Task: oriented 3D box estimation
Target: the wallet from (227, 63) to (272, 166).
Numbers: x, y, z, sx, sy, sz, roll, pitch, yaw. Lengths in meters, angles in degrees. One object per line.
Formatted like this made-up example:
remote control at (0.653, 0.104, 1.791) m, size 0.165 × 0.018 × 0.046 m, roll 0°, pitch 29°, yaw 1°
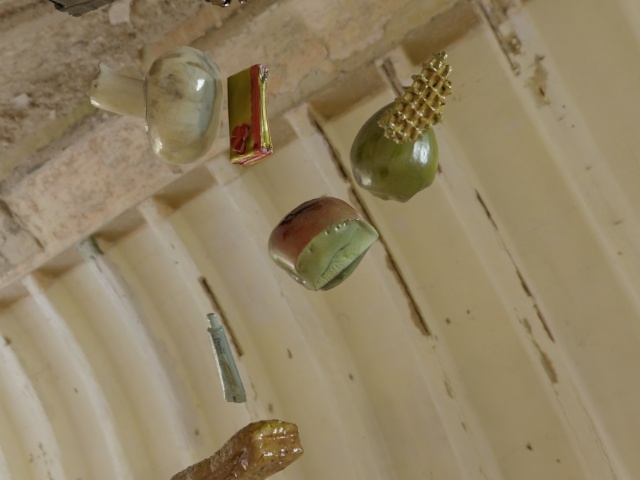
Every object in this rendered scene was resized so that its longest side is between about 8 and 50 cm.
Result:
wallet at (-0.187, -0.323, 1.485) m, size 0.067 × 0.241 × 0.141 m, roll 0°, pitch 174°, yaw -43°

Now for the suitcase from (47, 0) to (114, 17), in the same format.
suitcase at (-0.642, -0.666, 1.481) m, size 0.206 × 0.066 × 0.285 m, roll -15°, pitch -175°, yaw 13°

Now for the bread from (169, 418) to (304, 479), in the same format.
bread at (-0.151, 0.397, 1.003) m, size 0.139 × 0.077 × 0.271 m, roll 14°, pitch 134°, yaw -46°

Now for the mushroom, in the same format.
mushroom at (-0.431, -0.374, 1.550) m, size 0.314 × 0.336 × 0.314 m, roll -166°, pitch -90°, yaw -83°

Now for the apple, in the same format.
apple at (0.000, 0.000, 1.168) m, size 0.188 × 0.174 × 0.207 m, roll -51°, pitch 161°, yaw -8°

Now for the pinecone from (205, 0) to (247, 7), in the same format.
pinecone at (-0.190, -0.655, 1.223) m, size 0.292 × 0.246 × 0.246 m, roll -49°, pitch 179°, yaw 37°

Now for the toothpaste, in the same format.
toothpaste at (-0.239, 0.293, 1.419) m, size 0.067 × 0.255 × 0.037 m, roll -5°, pitch -159°, yaw 22°

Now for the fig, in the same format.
fig at (0.198, -0.237, 1.495) m, size 0.239 × 0.239 × 0.271 m, roll -90°, pitch -166°, yaw -82°

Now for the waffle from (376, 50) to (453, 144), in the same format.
waffle at (0.196, -0.285, 1.173) m, size 0.192 × 0.160 × 0.046 m, roll -27°, pitch -144°, yaw -22°
